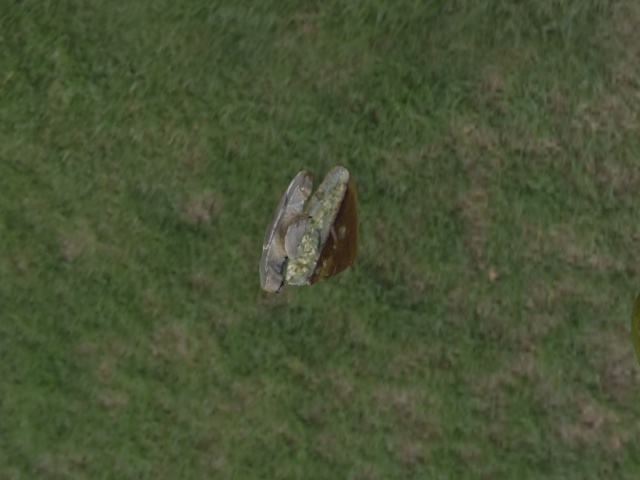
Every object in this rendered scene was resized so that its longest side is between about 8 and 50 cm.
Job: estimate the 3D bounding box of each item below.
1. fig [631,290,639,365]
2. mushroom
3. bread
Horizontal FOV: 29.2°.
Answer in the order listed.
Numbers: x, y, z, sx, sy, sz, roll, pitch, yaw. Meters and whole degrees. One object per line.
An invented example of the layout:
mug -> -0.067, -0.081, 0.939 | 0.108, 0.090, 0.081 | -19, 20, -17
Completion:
fig -> 0.324, 0.133, 1.047 | 0.124, 0.124, 0.236 | 4, 93, 10
mushroom -> -0.026, -0.008, 0.932 | 0.019, 0.049, 0.101 | 12, 106, -23
bread -> 0.009, -0.023, 1.414 | 0.054, 0.154, 0.136 | 19, 110, 16
